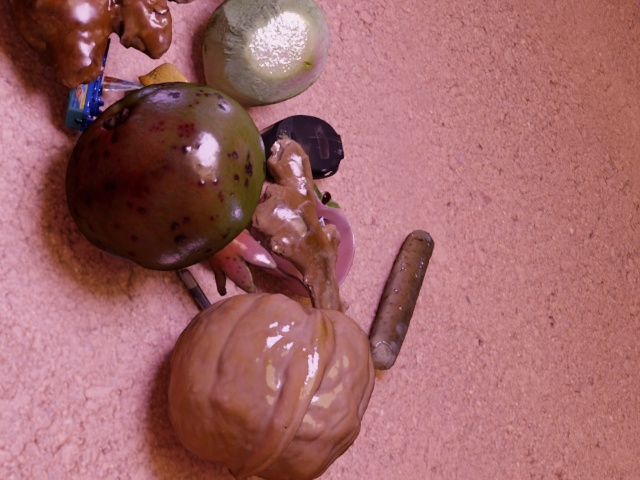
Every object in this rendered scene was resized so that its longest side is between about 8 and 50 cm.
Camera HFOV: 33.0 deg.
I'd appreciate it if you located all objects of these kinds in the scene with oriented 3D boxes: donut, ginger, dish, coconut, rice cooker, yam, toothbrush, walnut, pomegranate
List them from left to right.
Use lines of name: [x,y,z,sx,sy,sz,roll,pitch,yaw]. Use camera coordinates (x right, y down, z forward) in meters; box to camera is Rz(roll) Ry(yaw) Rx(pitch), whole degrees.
ginger: [-0.329,-0.378,1.591,0.274,0.152,0.358,30,52,-12]
donut: [-0.215,-0.215,1.694,0.152,0.058,0.152,49,-1,1]
pomegranate: [-0.189,-0.081,1.553,0.323,0.290,0.291,23,58,-35]
toothbrush: [-0.139,0.162,1.710,0.026,0.024,0.288,-44,109,-33]
coconut: [-0.094,-0.329,1.819,0.204,0.236,0.236,6,68,-21]
walnut: [-0.077,0.216,1.573,0.296,0.285,0.285,23,55,-14]
dish: [-0.045,0.001,1.829,0.213,0.090,0.213,18,64,-41]
rice cooker: [-0.038,-0.157,1.891,0.165,0.106,0.112,5,71,-51]
ginger: [-0.029,0.004,1.720,0.148,0.081,0.334,-27,97,-50]
yam: [0.149,0.107,2.016,0.071,0.067,0.317,37,47,-15]

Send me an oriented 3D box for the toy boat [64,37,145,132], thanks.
toy boat: [-0.317,-0.235,1.617,0.110,0.091,0.175,11,55,-13]

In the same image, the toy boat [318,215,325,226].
toy boat: [0.000,0.000,1.782,0.038,0.038,0.083,15,68,-44]
